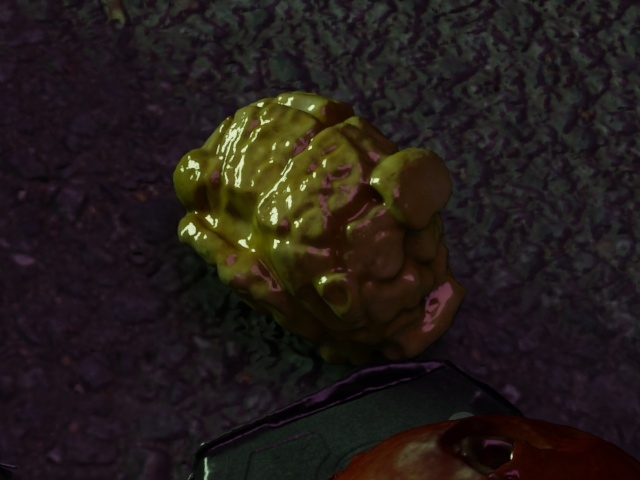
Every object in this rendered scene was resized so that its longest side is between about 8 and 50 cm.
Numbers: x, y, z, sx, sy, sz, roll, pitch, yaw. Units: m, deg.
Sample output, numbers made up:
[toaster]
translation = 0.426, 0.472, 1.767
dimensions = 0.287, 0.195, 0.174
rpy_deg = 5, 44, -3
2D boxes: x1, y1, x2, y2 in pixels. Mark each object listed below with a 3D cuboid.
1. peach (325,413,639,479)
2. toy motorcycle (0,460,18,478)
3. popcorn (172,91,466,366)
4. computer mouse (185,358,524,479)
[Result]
[peach]
translation = 0.076, 0.224, 1.021
dimensions = 0.281, 0.238, 0.280
rpy_deg = 1, 94, 13
[toy motorcycle]
translation = -0.261, 0.139, 1.146
dimensions = 0.173, 0.058, 0.100
rpy_deg = 19, 51, 6
[popcorn]
translation = 0.001, -0.005, 1.222
dimensions = 0.140, 0.163, 0.194
rpy_deg = -43, 84, -13
[computer mouse]
translation = 0.019, 0.153, 1.176
dimensions = 0.231, 0.071, 0.126
rpy_deg = -24, 51, -13
